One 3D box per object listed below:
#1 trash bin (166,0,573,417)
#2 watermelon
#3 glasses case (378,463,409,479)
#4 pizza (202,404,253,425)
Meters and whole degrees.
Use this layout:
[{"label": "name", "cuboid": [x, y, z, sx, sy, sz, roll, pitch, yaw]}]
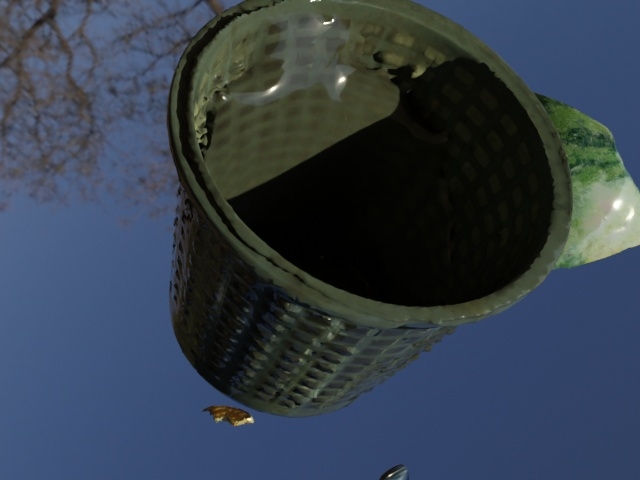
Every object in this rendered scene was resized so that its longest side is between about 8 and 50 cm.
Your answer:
[{"label": "trash bin", "cuboid": [0.000, 0.000, 0.469, 0.161, 0.175, 0.175, 121, -19, -50]}, {"label": "watermelon", "cuboid": [0.322, -0.075, 1.428, 0.260, 0.176, 0.256, 18, -85, 41]}, {"label": "glasses case", "cuboid": [0.072, 0.266, 1.031, 0.033, 0.083, 0.023, -22, -136, -36]}, {"label": "pizza", "cuboid": [-0.141, 0.268, 1.544, 0.083, 0.016, 0.037, 8, -155, 14]}]
